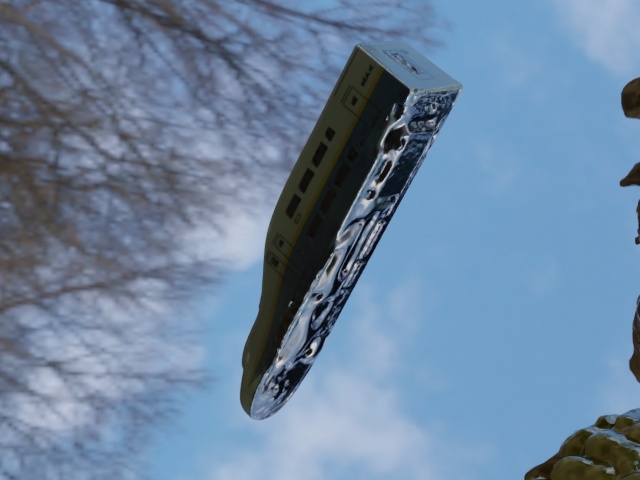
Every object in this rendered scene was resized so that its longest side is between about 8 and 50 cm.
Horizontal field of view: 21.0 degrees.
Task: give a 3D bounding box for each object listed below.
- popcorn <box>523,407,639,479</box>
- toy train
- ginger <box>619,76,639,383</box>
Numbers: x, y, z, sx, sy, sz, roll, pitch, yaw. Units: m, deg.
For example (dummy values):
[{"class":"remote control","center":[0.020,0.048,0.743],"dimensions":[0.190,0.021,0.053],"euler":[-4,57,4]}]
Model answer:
[{"class":"popcorn","center":[0.253,0.253,1.247],"dimensions":[0.258,0.224,0.270],"euler":[-23,-119,49]},{"class":"toy train","center":[0.000,0.000,0.959],"dimensions":[0.051,0.052,0.234],"euler":[43,-59,27]},{"class":"ginger","center":[0.245,0.015,1.062],"dimensions":[0.149,0.065,0.258],"euler":[-1,-97,50]}]
